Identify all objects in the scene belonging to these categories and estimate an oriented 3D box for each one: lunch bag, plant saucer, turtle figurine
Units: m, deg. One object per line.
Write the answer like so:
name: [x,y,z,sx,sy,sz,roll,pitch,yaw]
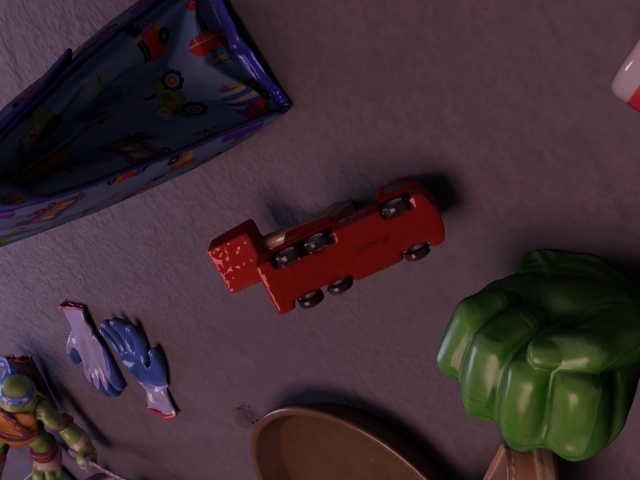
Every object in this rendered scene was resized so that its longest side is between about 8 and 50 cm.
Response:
lunch bag: [-0.205,-0.060,0.665,0.221,0.293,0.138,-17,110,47]
plant saucer: [0.045,0.276,0.925,0.277,0.041,0.278,24,136,26]
turtle figurine: [-0.438,0.326,1.258,0.275,0.197,0.266,50,149,13]

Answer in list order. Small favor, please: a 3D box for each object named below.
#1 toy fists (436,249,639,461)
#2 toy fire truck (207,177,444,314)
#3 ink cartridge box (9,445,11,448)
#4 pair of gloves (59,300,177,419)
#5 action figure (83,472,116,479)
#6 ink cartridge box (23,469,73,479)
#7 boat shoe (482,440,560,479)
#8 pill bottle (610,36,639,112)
toy fists: [0.211,0.088,0.544,0.279,0.142,0.096,17,132,29]
toy fire truck: [0.000,0.000,0.689,0.192,0.135,0.047,-25,108,8]
ink cartridge box: [-0.591,0.322,1.525,0.115,0.029,0.063,41,140,8]
pair of gloves: [-0.265,0.152,1.106,0.198,0.023,0.159,8,127,36]
action figure: [-0.258,0.566,1.269,0.275,0.248,0.370,7,124,38]
ink cartridge box: [-0.430,0.531,1.490,0.273,0.115,0.198,44,140,2]
boat shoe: [0.130,0.304,0.765,0.110,0.122,0.341,11,120,3]
pill bottle: [0.245,-0.068,0.413,0.180,0.108,0.108,36,139,11]
